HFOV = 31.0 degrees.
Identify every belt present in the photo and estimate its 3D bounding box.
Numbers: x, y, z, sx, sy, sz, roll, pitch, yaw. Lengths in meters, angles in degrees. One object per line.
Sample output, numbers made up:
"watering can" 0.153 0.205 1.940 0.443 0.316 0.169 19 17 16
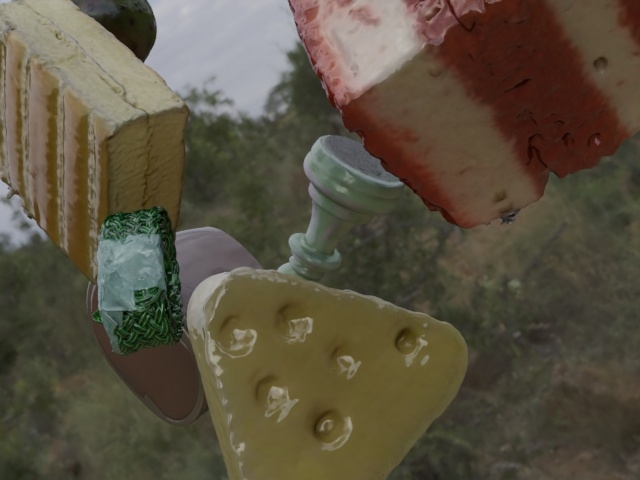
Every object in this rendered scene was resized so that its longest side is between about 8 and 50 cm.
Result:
"belt" -0.171 0.039 1.045 0.079 0.121 0.151 -9 31 -1

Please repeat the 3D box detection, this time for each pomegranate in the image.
"pomegranate" -0.312 -0.292 1.556 0.202 0.202 0.248 -29 6 21

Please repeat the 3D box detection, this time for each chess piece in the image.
"chess piece" 0.000 0.000 1.578 0.271 0.139 0.139 -62 -7 24

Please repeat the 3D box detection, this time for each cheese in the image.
"cheese" -0.030 0.179 1.498 0.384 0.384 0.104 -34 10 -21

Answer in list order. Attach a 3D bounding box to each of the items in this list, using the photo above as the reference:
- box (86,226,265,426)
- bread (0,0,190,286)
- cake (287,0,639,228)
"box" -0.215 0.129 1.914 0.216 0.301 0.301 -30 4 -36
"bread" -0.246 -0.097 1.179 0.111 0.239 0.246 -27 -35 -33
"cake" 0.150 -0.216 1.020 0.319 0.270 0.269 -35 -39 12
